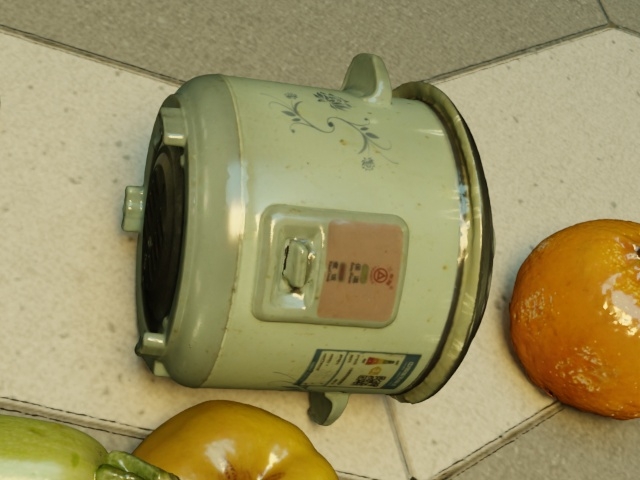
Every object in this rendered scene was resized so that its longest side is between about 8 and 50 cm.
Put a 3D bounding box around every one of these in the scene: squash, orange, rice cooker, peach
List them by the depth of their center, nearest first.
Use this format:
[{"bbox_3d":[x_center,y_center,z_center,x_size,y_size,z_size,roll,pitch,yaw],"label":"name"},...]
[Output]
[{"bbox_3d":[-0.230,0.168,0.700,0.287,0.137,0.137,4,56,-18],"label":"squash"},{"bbox_3d":[-0.066,0.205,0.774,0.179,0.103,0.179,10,54,-14],"label":"peach"},{"bbox_3d":[0.000,0.000,0.851,0.316,0.264,0.317,-3,98,-19],"label":"rice cooker"},{"bbox_3d":[0.276,0.070,0.993,0.193,0.161,0.193,9,61,-16],"label":"orange"}]
